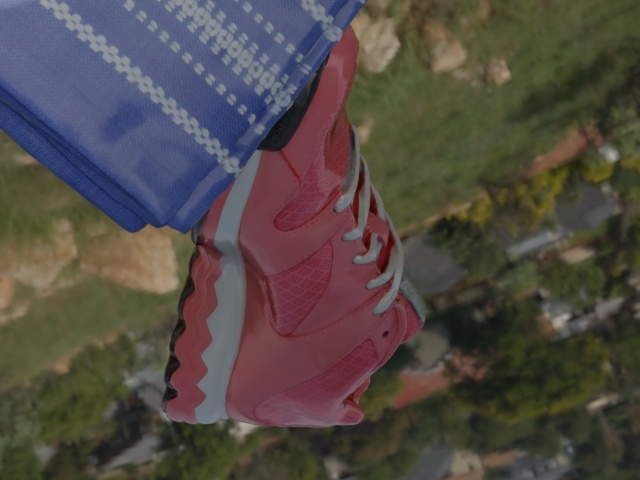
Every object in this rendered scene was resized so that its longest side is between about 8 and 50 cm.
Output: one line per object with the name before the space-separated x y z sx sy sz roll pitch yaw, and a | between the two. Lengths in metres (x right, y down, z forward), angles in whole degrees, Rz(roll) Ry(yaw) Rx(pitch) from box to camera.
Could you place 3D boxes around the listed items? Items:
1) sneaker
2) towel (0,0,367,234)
sneaker | 0.000 0.000 0.721 0.136 0.116 0.314 13 139 -2
towel | -0.052 -0.197 0.535 0.336 0.243 0.040 -53 -158 -10
